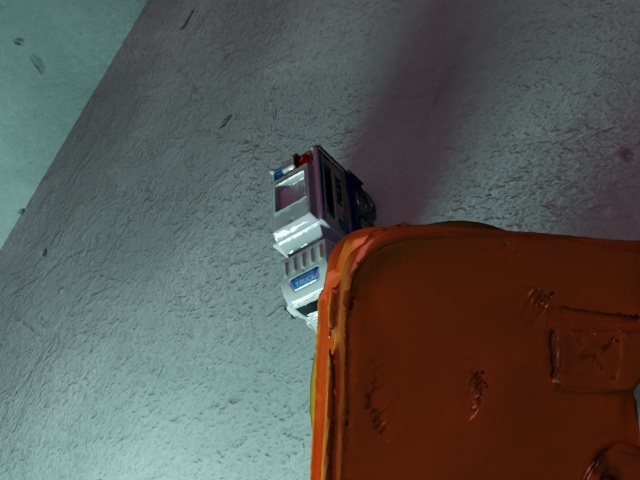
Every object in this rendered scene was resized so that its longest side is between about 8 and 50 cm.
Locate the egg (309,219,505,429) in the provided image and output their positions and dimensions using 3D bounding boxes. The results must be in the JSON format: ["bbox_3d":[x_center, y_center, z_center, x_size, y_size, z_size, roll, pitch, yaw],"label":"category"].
[{"bbox_3d":[0.131,0.147,0.913,0.282,0.282,0.351,19,78,50],"label":"egg"}]

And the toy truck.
[{"bbox_3d":[0.000,0.000,1.265,0.124,0.155,0.268,-29,43,25],"label":"toy truck"}]

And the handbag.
[{"bbox_3d":[0.140,0.194,0.709,0.116,0.303,0.410,166,107,-78],"label":"handbag"}]
